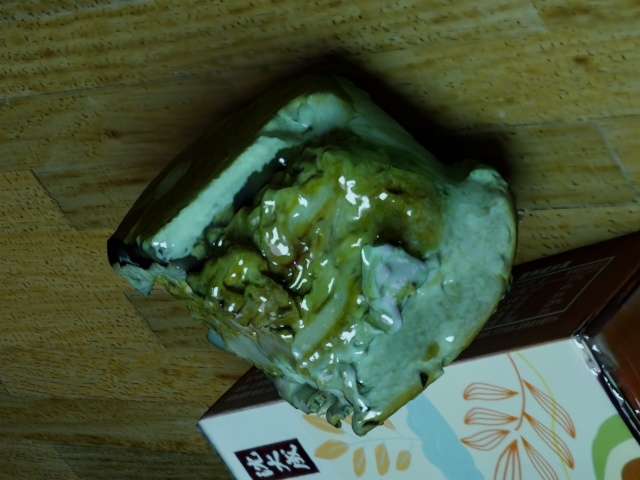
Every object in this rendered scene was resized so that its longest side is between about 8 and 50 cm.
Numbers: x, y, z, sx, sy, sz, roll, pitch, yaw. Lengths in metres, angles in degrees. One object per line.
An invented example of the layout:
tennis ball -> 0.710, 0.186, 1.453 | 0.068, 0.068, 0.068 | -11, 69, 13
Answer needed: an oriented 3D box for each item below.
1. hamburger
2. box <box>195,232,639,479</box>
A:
hamburger -> 0.000, 0.000, 1.140 | 0.167, 0.192, 0.288 | 49, 171, -11
box -> 0.154, 0.192, 1.241 | 0.385, 0.122, 0.344 | -18, 111, 52
